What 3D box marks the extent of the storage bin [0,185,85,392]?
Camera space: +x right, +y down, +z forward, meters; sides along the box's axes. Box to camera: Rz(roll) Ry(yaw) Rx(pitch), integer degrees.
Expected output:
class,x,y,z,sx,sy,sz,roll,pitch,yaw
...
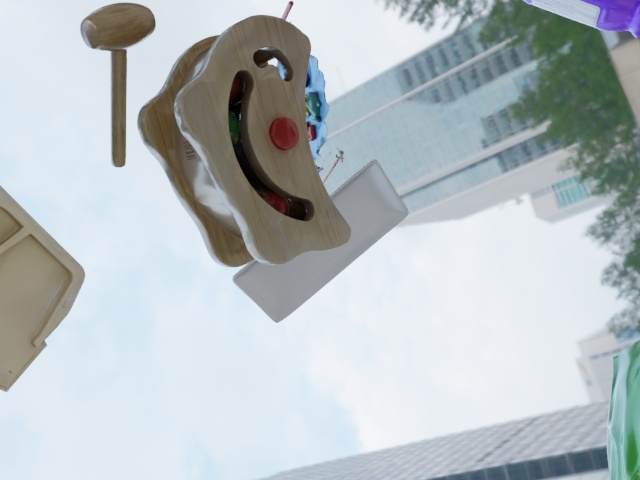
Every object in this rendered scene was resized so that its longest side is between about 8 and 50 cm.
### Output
class,x,y,z,sx,sy,sz,roll,pitch,yaw
storage bin,-0.358,-0.011,0.627,0.260,0.262,0.123,52,-121,-29

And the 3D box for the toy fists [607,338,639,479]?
class,x,y,z,sx,sy,sz,roll,pitch,yaw
toy fists,0.251,0.116,0.428,0.096,0.279,0.142,19,-114,-5

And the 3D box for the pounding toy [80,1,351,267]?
class,x,y,z,sx,sy,sz,roll,pitch,yaw
pounding toy,-0.089,-0.101,0.696,0.154,0.155,0.269,-40,-68,-35

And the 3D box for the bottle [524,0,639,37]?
class,x,y,z,sx,sy,sz,roll,pitch,yaw
bottle,0.473,-0.404,1.267,0.118,0.283,0.092,-49,-25,-30

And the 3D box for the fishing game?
class,x,y,z,sx,sy,sz,roll,pitch,yaw
fishing game,-0.037,-0.206,1.151,0.041,0.189,0.264,-13,-101,-21

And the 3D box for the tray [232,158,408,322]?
class,x,y,z,sx,sy,sz,roll,pitch,yaw
tray,0.000,0.000,1.151,0.030,0.270,0.145,49,178,42
